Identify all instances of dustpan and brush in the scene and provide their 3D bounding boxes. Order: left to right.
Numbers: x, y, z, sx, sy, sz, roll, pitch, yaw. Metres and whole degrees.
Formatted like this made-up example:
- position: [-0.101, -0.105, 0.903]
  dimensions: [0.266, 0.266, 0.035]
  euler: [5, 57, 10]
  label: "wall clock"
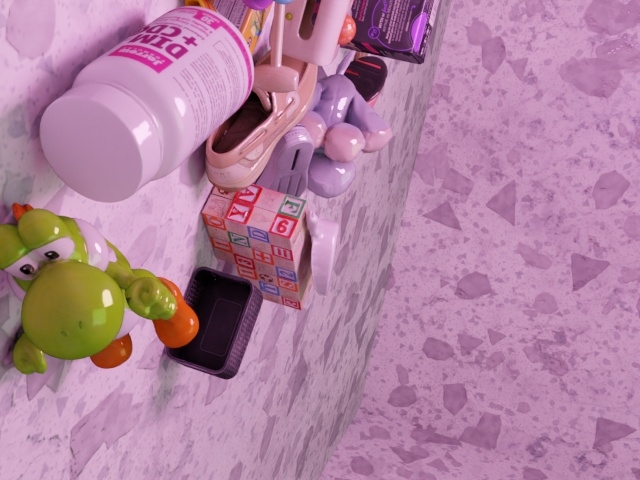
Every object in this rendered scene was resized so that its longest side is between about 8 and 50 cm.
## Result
- position: [0.000, 0.000, 1.625]
  dimensions: [0.211, 0.060, 0.147]
  euler: [96, 4, -63]
  label: "dustpan and brush"

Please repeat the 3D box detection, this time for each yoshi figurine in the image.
- position: [-0.274, 0.090, 1.058]
  dimensions: [0.203, 0.203, 0.362]
  euler: [-64, 162, -13]
  label: "yoshi figurine"

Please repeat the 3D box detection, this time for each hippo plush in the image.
- position: [-0.014, -0.220, 1.838]
  dimensions: [0.294, 0.235, 0.236]
  euler: [66, -32, 31]
  label: "hippo plush"

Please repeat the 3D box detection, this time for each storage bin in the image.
- position: [-0.192, 0.152, 1.591]
  dimensions: [0.084, 0.122, 0.180]
  euler: [59, 48, -72]
  label: "storage bin"

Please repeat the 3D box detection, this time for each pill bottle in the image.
- position: [-0.208, -0.172, 1.078]
  dimensions: [0.283, 0.161, 0.160]
  euler: [-57, 159, -51]
  label: "pill bottle"

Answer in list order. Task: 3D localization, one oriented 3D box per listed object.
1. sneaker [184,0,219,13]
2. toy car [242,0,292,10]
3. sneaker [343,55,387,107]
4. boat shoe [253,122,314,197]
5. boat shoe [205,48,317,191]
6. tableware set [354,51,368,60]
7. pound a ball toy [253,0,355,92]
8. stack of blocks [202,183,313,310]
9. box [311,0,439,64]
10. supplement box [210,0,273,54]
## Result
- position: [-0.198, -0.269, 1.255]
  dimensions: [0.067, 0.064, 0.175]
  euler: [24, 75, -59]
  label: "sneaker"
- position: [-0.092, -0.404, 1.255]
  dimensions: [0.159, 0.182, 0.136]
  euler: [-26, 139, -48]
  label: "toy car"
- position: [0.069, -0.323, 2.191]
  dimensions: [0.136, 0.116, 0.313]
  euler: [95, 21, -75]
  label: "sneaker"
- position: [-0.079, -0.153, 1.702]
  dimensions: [0.302, 0.109, 0.094]
  euler: [120, -46, -59]
  label: "boat shoe"
- position: [-0.097, -0.244, 1.523]
  dimensions: [0.110, 0.122, 0.341]
  euler: [84, 27, -60]
  label: "boat shoe"
- position: [0.111, -0.466, 2.327]
  dimensions: [0.168, 0.020, 0.141]
  euler: [-56, 157, -54]
  label: "tableware set"
- position: [0.004, -0.401, 1.414]
  dimensions: [0.208, 0.136, 0.319]
  euler: [-67, 175, -64]
  label: "pound a ball toy"
- position: [-0.109, 0.012, 1.663]
  dimensions: [0.297, 0.171, 0.087]
  euler: [84, 26, -60]
  label: "stack of blocks"
- position: [0.079, -0.452, 1.671]
  dimensions: [0.143, 0.271, 0.165]
  euler: [-8, 114, -75]
  label: "box"
- position: [-0.119, -0.384, 1.369]
  dimensions: [0.078, 0.080, 0.233]
  euler: [67, 42, -70]
  label: "supplement box"
